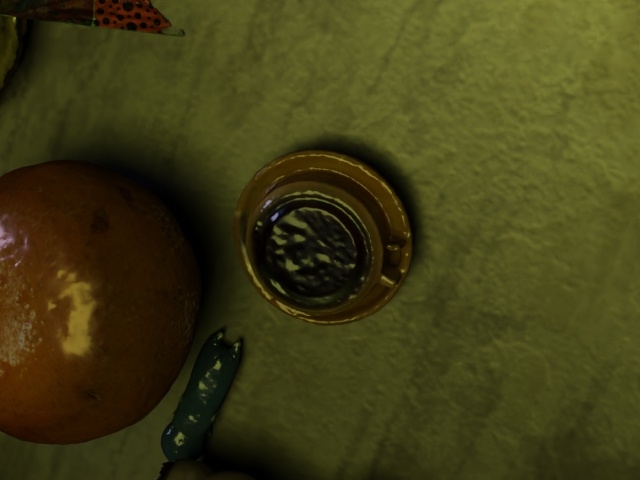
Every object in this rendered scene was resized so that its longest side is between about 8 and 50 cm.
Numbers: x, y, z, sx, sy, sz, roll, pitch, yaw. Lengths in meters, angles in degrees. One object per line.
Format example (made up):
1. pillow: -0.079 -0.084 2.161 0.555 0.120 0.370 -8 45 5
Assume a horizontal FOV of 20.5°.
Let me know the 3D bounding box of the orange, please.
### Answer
1. orange: -0.196 0.047 1.370 0.224 0.170 0.224 4 98 35

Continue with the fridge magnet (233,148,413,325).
1. fridge magnet: 0.000 0.000 1.352 0.143 0.063 0.143 5 111 13

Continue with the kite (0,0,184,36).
1. kite: -0.218 -0.208 1.334 0.125 0.008 0.222 -40 96 -21

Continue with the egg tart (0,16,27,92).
1. egg tart: -0.369 -0.193 1.368 0.294 0.123 0.294 4 108 12

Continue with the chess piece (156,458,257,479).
1. chess piece: -0.004 0.259 1.401 0.261 0.143 0.142 9 109 10

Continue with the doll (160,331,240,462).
1. doll: -0.097 0.130 1.445 0.037 0.027 0.125 28 110 6
